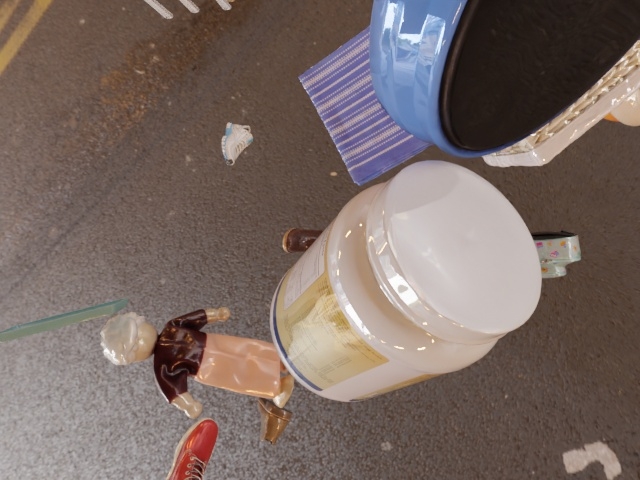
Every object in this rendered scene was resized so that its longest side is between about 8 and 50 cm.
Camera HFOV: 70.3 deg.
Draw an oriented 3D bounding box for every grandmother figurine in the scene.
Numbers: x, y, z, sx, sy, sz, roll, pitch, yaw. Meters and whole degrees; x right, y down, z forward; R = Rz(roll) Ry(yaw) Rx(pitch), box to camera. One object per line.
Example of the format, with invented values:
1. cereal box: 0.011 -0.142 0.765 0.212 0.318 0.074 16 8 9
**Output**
1. grandmother figurine: -0.217 0.211 0.812 0.342 0.208 0.104 19 127 -14

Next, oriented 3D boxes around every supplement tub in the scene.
1. supplement tub: 0.085 0.067 0.577 0.228 0.228 0.316 63 146 14

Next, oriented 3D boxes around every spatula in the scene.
1. spatula: -0.244 -0.426 0.782 0.168 0.242 0.019 -6 99 5

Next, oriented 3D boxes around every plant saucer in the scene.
1. plant saucer: -0.411 0.127 0.729 0.191 0.067 0.018 -15 94 -2

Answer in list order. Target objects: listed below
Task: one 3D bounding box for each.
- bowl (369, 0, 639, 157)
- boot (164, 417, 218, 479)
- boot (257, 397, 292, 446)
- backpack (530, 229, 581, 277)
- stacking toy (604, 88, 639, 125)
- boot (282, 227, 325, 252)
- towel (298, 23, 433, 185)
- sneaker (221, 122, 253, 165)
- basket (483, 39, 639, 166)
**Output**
1. bowl: 0.222 -0.239 0.406 0.391 0.391 0.077 -47 62 19
2. boot: -0.276 0.524 1.020 0.176 0.088 0.244 -23 34 48
3. boot: -0.167 0.582 1.469 0.112 0.305 0.115 23 74 -4
4. backpack: 0.679 0.040 1.366 0.188 0.165 0.145 -15 83 28
5. stacking toy: 0.856 -0.536 1.521 0.480 0.350 0.351 -168 84 -65
6. boot: 0.000 0.000 1.660 0.206 0.248 0.090 3 97 27
7. towel: 0.114 -0.337 1.169 0.243 0.040 0.336 -26 96 27
8. sneaker: -0.245 -0.294 1.355 0.082 0.071 0.191 -3 47 2
9. basket: 0.496 -0.370 1.057 0.331 0.328 0.266 -41 97 7
